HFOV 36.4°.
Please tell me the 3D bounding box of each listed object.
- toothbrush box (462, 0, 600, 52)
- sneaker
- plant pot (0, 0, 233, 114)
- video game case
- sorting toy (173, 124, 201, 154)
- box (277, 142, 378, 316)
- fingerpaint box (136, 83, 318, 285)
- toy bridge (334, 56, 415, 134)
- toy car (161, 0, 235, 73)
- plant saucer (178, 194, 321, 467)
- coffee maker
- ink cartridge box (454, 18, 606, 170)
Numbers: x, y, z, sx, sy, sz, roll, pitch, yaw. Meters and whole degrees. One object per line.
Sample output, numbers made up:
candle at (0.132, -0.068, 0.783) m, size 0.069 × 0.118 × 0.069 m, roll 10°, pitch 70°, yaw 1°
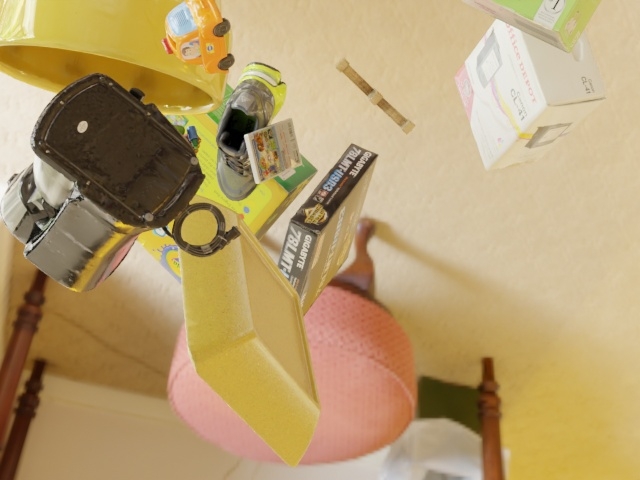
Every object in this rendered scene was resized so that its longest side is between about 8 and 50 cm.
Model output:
toothbrush box at (0.360, -0.468, 1.495) m, size 0.206 × 0.283 × 0.122 m, roll 32°, pitch -173°, yaw 22°
sneaker at (-0.149, -0.178, 1.766) m, size 0.111 × 0.121 × 0.300 m, roll 24°, pitch 136°, yaw 9°
plant pot at (-0.208, -0.279, 1.026) m, size 0.254 × 0.239 × 0.254 m, roll 10°, pitch 176°, yaw 1°
video game case at (-0.081, -0.158, 1.697) m, size 0.011 × 0.122 × 0.087 m, roll 0°, pitch 109°, yaw 39°
sorting toy at (-0.245, -0.174, 1.739) m, size 0.061 × 0.042 × 0.102 m, roll -24°, pitch 162°, yaw 23°
box at (0.000, 0.000, 1.917) m, size 0.073 × 0.293 × 0.296 m, roll 25°, pitch 131°, yaw 10°
fingerpaint box at (-0.290, -0.158, 2.082) m, size 0.445 × 0.163 × 0.371 m, roll 43°, pitch 122°, yaw 3°
toy bridge at (0.100, -0.264, 1.781) m, size 0.188 × 0.063 × 0.026 m, roll 41°, pitch 98°, yaw -13°
toy car at (-0.092, -0.161, 0.607) m, size 0.040 × 0.122 × 0.060 m, roll -21°, pitch 170°, yaw -12°
plant saucer at (-0.095, 0.120, 1.447) m, size 0.081 × 0.333 × 0.333 m, roll -23°, pitch 137°, yaw 10°
coffee maker at (-0.180, -0.025, 0.817) m, size 0.171 × 0.120 × 0.178 m, roll 58°, pitch 148°, yaw 4°
ink cartridge box at (0.387, -0.294, 1.842) m, size 0.131 × 0.226 × 0.306 m, roll -12°, pitch 165°, yaw -14°
